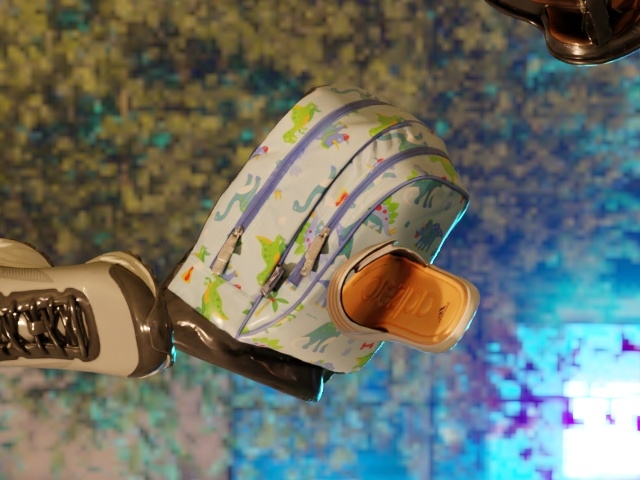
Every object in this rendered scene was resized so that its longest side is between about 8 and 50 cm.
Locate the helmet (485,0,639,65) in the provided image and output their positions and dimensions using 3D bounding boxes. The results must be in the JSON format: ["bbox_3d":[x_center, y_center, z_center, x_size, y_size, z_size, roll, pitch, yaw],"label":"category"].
[{"bbox_3d":[0.206,-0.238,1.371,0.169,0.169,0.161,-2,-142,-28],"label":"helmet"}]

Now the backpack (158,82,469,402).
[{"bbox_3d":[0.000,0.000,1.937,0.273,0.356,0.290,19,173,35],"label":"backpack"}]

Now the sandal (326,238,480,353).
[{"bbox_3d":[0.064,0.043,1.635,0.076,0.102,0.265,34,169,-21],"label":"sandal"}]

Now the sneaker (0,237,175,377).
[{"bbox_3d":[-0.213,0.063,1.310,0.271,0.100,0.108,5,-159,43],"label":"sneaker"}]
